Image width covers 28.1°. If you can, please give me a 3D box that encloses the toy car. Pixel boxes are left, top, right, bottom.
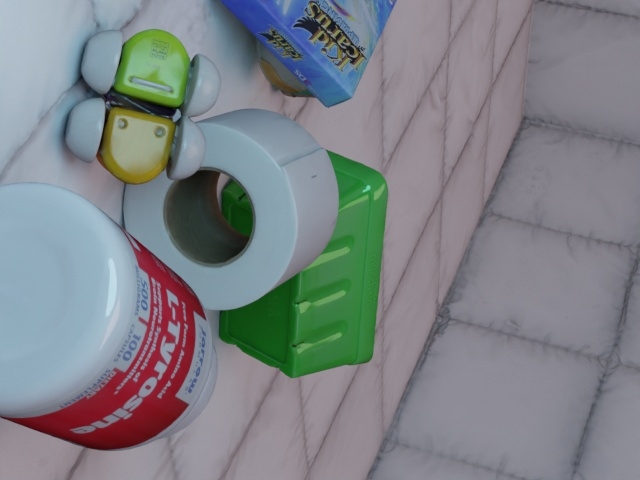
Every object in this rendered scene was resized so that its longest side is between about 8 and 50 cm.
[{"bbox_3d":[-0.212,-0.157,1.503,0.136,0.159,0.182,-163,-95,-72],"label":"toy car"}]

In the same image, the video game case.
[{"bbox_3d":[-0.016,-0.368,1.823,0.269,0.061,0.244,43,55,-28],"label":"video game case"}]

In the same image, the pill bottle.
[{"bbox_3d":[-0.251,0.104,1.390,0.407,0.229,0.229,53,53,-69],"label":"pill bottle"}]

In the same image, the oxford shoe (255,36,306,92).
[{"bbox_3d":[-0.001,-0.405,2.010,0.169,0.130,0.449,35,51,-24],"label":"oxford shoe"}]

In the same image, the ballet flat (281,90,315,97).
[{"bbox_3d":[0.023,-0.363,2.131,0.107,0.106,0.316,69,37,-62],"label":"ballet flat"}]

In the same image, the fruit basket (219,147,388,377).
[{"bbox_3d":[0.000,0.000,2.131,0.392,0.283,0.392,-35,138,-40],"label":"fruit basket"}]

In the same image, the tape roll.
[{"bbox_3d":[-0.115,-0.045,1.693,0.169,0.246,0.246,-32,133,-68],"label":"tape roll"}]
